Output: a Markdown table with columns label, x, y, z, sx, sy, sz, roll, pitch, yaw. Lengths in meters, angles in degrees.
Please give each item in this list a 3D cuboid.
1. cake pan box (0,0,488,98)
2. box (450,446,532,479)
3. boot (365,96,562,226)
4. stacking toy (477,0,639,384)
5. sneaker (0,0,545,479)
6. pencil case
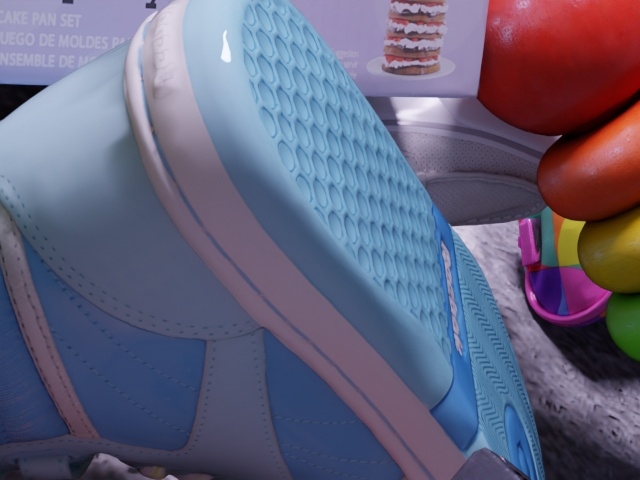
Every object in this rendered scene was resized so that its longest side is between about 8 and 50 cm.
| label | x | y | z | sx | sy | sz | roll | pitch | yaw |
| --- | --- | --- | --- | --- | --- | --- | --- | --- | --- |
| cake pan box | -0.099 | -0.111 | 0.654 | 0.267 | 0.070 | 0.246 | -1 | 11 | -28 |
| box | 0.197 | 0.234 | 0.315 | 0.395 | 0.097 | 0.318 | 43 | -2 | -33 |
| boot | 0.000 | 0.000 | 0.683 | 0.258 | 0.095 | 0.123 | 2 | 65 | -16 |
| stacking toy | 0.174 | 0.008 | 0.663 | 0.330 | 0.141 | 0.141 | 57 | 38 | -6 |
| sneaker | -0.044 | 0.056 | 0.567 | 0.319 | 0.208 | 0.127 | 56 | 23 | -39 |
| pencil case | 0.215 | -0.004 | 0.842 | 0.236 | 0.104 | 0.104 | 0 | 46 | -38 |
